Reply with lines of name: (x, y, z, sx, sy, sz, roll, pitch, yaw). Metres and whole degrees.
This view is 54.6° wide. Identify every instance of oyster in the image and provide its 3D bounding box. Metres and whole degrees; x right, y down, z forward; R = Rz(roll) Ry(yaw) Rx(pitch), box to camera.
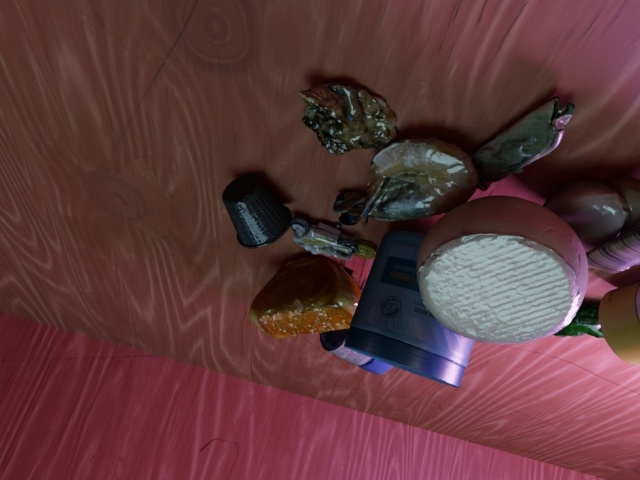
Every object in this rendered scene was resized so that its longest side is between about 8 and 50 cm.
oyster: (0.063, -0.263, 1.389, 0.222, 0.083, 0.214, 5, 152, 5)

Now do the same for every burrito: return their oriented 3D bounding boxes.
burrito: (0.422, -0.200, 1.325, 0.096, 0.066, 0.309, 51, 148, 1)

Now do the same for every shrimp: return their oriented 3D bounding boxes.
shrimp: (0.182, -0.127, 1.513, 0.221, 0.110, 0.445, 43, 144, -21)

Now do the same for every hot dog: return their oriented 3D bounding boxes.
hot dog: (-0.035, 0.177, 2.034, 0.404, 0.223, 0.185, -13, 142, 28)

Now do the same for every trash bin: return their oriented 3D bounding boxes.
trash bin: (-0.190, -0.091, 1.727, 0.175, 0.176, 0.161, -4, 135, 31)

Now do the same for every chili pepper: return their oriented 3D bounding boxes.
chili pepper: (0.835, 0.246, 1.876, 0.270, 0.099, 0.136, 3, 124, 31)

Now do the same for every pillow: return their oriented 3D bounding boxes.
pillow: (0.674, 0.022, 1.359, 0.113, 0.038, 0.203, 20, 152, -16)

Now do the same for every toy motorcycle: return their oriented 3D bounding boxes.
toy motorcycle: (0.000, 0.000, 1.865, 0.228, 0.074, 0.151, 22, 150, -9)

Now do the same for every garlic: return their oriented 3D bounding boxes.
garlic: (0.650, -0.047, 1.418, 0.278, 0.132, 0.325, 7, 148, 15)

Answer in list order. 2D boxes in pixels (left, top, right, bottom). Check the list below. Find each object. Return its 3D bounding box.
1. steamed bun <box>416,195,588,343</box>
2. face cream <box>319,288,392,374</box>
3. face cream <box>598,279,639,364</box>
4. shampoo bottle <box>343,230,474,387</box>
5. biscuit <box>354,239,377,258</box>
steamed bun: (0.414, 0.054, 1.424, 0.374, 0.241, 0.375, 12, 132, 14)
face cream: (0.150, 0.309, 2.143, 0.225, 0.249, 0.249, 28, 148, -22)
face cream: (0.892, 0.211, 1.660, 0.218, 0.218, 0.179, 26, 150, -18)
shampoo bottle: (0.273, 0.186, 1.706, 0.330, 0.343, 0.331, 20, 169, 4)
biscuit: (0.133, 0.028, 1.902, 0.083, 0.023, 0.084, 11, 151, 6)
